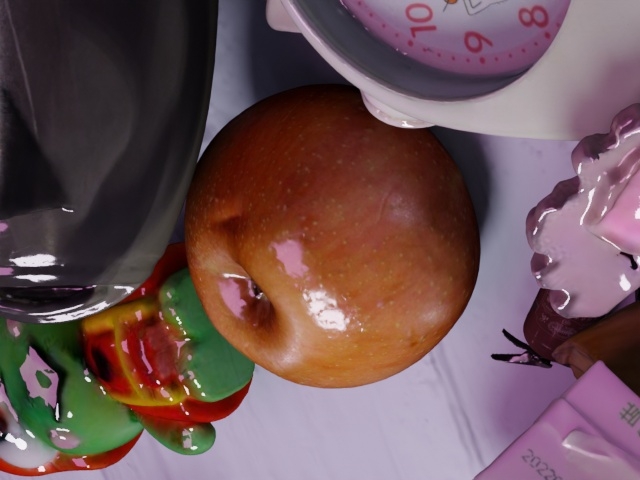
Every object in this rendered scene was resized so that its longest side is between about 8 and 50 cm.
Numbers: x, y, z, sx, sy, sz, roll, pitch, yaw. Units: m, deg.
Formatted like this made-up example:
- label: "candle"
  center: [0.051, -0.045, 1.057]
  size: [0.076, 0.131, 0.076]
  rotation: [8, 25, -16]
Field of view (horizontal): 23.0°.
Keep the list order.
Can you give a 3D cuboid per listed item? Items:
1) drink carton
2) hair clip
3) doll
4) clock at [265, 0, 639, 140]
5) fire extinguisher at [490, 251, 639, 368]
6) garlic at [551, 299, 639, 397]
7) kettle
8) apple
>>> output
- label: "drink carton"
  center: [0.159, 0.190, 0.917]
  size: [0.161, 0.108, 0.271]
  rotation: [45, 166, 13]
- label: "hair clip"
  center: [0.253, 0.030, 0.785]
  size: [0.300, 0.069, 0.173]
  rotation: [31, 124, -1]
- label: "doll"
  center: [-0.213, 0.095, 1.240]
  size: [0.363, 0.160, 0.182]
  rotation: [-15, 103, 28]
- label: "clock"
  center: [0.078, -0.191, 0.843]
  size: [0.324, 0.109, 0.265]
  rotation: [5, 120, 42]
- label: "fire extinguisher"
  center: [0.163, 0.032, 0.951]
  size: [0.078, 0.045, 0.157]
  rotation: [22, 130, 4]
- label: "garlic"
  center: [0.234, 0.095, 0.874]
  size: [0.195, 0.101, 0.087]
  rotation: [43, 164, 16]
- label: "kettle"
  center: [-0.170, -0.110, 1.002]
  size: [0.228, 0.321, 0.324]
  rotation: [-1, 88, 2]
- label: "apple"
  center: [0.000, 0.000, 0.994]
  size: [0.201, 0.162, 0.201]
  rotation: [21, 127, 31]
